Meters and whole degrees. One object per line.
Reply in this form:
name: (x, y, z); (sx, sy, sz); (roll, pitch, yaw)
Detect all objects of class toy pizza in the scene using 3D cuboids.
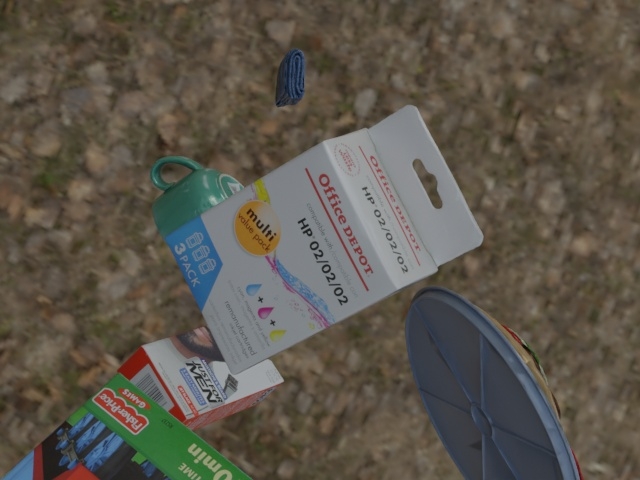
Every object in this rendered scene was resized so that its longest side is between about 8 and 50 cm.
toy pizza: (0.125, 0.119, 1.011); (0.032, 0.201, 0.201); (-26, 127, -18)

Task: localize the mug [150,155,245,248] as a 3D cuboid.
mug: (-0.152, -0.040, 1.918); (0.097, 0.129, 0.158); (-36, 116, 20)

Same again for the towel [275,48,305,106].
towel: (-0.040, -0.212, 1.899); (0.029, 0.119, 0.067); (1, 89, -6)

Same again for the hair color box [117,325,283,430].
hair color box: (-0.125, 0.144, 1.544); (0.053, 0.093, 0.167); (-42, 165, 31)

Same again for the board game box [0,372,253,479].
board game box: (-0.092, 0.168, 0.531); (0.211, 0.160, 0.039); (-44, 156, -27)

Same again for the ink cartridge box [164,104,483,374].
ink cartridge box: (0.000, 0.000, 0.925); (0.061, 0.181, 0.104); (-22, 83, -58)
